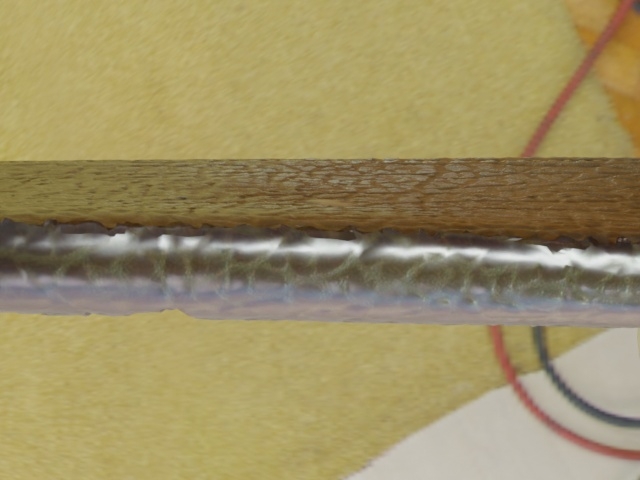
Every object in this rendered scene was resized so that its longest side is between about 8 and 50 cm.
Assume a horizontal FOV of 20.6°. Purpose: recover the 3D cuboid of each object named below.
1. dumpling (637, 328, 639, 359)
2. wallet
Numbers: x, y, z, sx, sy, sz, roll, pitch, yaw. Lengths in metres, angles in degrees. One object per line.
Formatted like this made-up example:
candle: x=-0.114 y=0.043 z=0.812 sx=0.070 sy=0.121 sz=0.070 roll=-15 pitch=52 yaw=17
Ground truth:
dumpling: x=0.191 y=0.057 z=0.660 sx=0.150 sy=0.176 sz=0.092 roll=48 pitch=64 yaw=-3
wallet: x=0.000 y=0.000 z=0.488 sx=0.243 sy=0.133 sz=0.039 roll=2 pitch=102 yaw=-5
